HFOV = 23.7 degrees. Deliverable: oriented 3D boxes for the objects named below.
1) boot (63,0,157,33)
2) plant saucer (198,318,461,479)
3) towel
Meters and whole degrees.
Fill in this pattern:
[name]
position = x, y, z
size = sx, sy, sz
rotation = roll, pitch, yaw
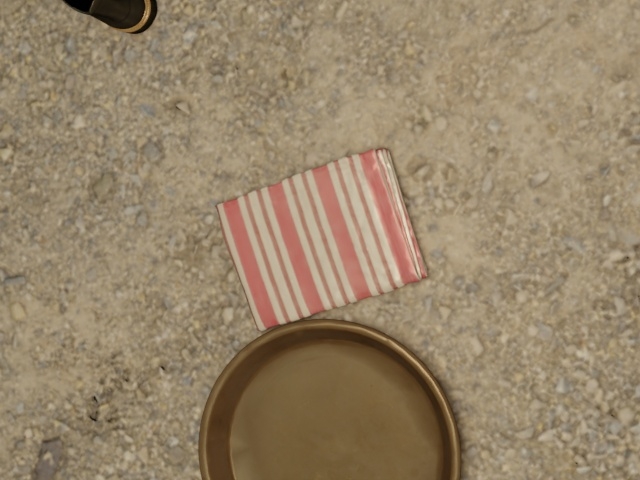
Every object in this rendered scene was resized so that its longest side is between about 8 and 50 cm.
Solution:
[boot]
position = -0.272, -0.287, 1.570
size = 0.198, 0.137, 0.077
rotation = 29, 100, 13
[plant saucer]
position = 0.010, 0.217, 1.562
size = 0.277, 0.041, 0.278
rotation = 1, 92, 16
[towel]
position = 0.000, 0.000, 1.564
size = 0.197, 0.029, 0.144
rotation = -19, 87, 18
